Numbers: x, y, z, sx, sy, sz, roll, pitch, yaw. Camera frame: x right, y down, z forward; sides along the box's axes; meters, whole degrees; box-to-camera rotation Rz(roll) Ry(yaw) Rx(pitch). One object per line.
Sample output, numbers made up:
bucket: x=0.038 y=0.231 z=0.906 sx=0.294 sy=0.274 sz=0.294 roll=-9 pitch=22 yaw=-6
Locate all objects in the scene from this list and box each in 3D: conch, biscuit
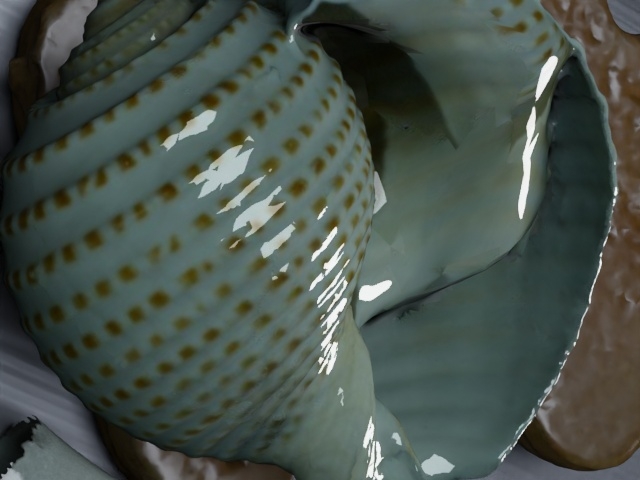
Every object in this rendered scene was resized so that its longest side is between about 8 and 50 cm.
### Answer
conch: x=-0.010 y=-0.010 z=1.014 sx=0.303 sy=0.215 sz=0.319 roll=-36 pitch=134 yaw=-14
biscuit: x=0.032 y=-0.011 z=1.182 sx=0.394 sy=0.076 sz=0.368 roll=-17 pitch=96 yaw=-23

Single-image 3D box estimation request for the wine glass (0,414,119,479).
wine glass: x=-0.106 y=0.198 z=1.089 sx=0.222 sy=0.103 sz=0.103 roll=45 pitch=70 yaw=-13
